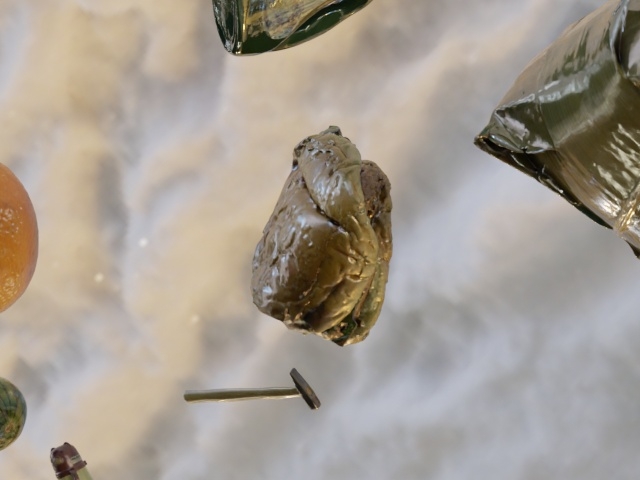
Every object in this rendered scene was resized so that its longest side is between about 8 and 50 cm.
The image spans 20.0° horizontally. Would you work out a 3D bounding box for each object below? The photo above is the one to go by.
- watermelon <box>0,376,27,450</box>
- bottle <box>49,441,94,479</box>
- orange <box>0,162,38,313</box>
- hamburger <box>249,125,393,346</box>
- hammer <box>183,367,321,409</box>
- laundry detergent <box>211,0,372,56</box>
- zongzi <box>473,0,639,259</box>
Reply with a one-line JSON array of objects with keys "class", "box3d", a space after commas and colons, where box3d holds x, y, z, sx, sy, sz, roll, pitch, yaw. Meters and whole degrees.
[{"class": "watermelon", "box3d": [-0.417, 0.216, 2.270, 0.109, 0.109, 0.109, 26, 141, 23]}, {"class": "bottle", "box3d": [-0.310, 0.303, 2.282, 0.063, 0.047, 0.101, -26, 90, 48]}, {"class": "orange", "box3d": [-0.415, -0.011, 2.050, 0.224, 0.170, 0.224, 12, 106, 49]}, {"class": "hamburger", "box3d": [0.000, 0.000, 1.782, 0.183, 0.130, 0.206, -116, 31, -60]}, {"class": "hammer", "box3d": [-0.090, 0.182, 2.182, 0.199, 0.013, 0.062, -7, 127, 38]}, {"class": "laundry detergent", "box3d": [0.004, -0.245, 1.654, 0.063, 0.211, 0.137, 50, 153, 38]}, {"class": "zongzi", "box3d": [0.361, -0.072, 1.420, 0.418, 0.181, 0.447, 44, 159, -3]}]
